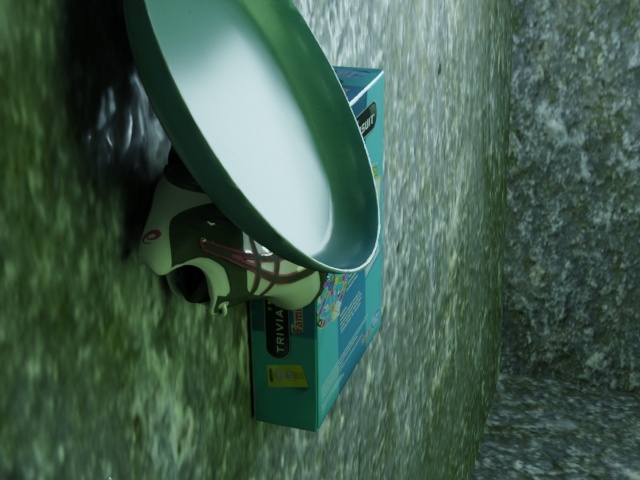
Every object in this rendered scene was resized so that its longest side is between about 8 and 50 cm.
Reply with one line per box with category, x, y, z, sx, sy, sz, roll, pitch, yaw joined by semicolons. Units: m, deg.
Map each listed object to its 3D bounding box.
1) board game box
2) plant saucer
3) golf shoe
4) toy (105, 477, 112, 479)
board game box;0.000;0.000;1.147;0.254;0.079;0.336;-50;143;-60
plant saucer;-0.052;-0.113;0.790;0.317;0.043;0.318;49;26;-33
golf shoe;-0.081;0.015;0.902;0.120;0.105;0.273;-61;151;-15
toy;-0.210;0.262;0.626;0.237;0.056;0.137;-48;146;-53
